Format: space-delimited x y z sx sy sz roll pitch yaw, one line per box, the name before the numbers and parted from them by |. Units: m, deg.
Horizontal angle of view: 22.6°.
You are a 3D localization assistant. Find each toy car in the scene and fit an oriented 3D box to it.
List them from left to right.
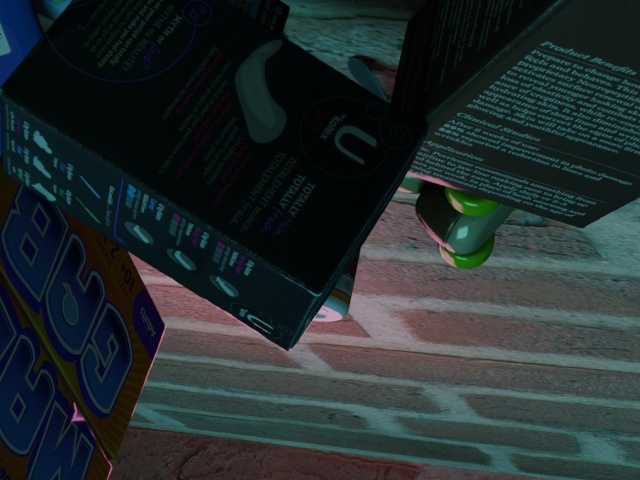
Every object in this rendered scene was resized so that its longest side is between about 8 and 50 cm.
toy car | 0.101 -0.091 1.412 0.188 0.149 0.155 38 163 14

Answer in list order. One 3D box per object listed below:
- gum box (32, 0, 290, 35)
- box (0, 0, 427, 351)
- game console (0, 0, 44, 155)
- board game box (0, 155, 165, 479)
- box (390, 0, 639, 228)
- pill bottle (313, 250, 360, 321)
gum box | -0.144 -0.195 1.290 0.184 0.041 0.157 27 155 -29
box | -0.084 -0.068 1.198 0.270 0.165 0.143 33 157 3
game console | -0.368 -0.204 1.306 0.250 0.173 0.293 -17 138 -4
board game box | -0.413 0.100 1.520 0.356 0.356 0.356 1 138 21
box | 0.197 -0.139 1.126 0.191 0.143 0.381 17 163 -14
pill bottle | 0.000 0.000 1.640 0.086 0.152 0.086 11 162 3
